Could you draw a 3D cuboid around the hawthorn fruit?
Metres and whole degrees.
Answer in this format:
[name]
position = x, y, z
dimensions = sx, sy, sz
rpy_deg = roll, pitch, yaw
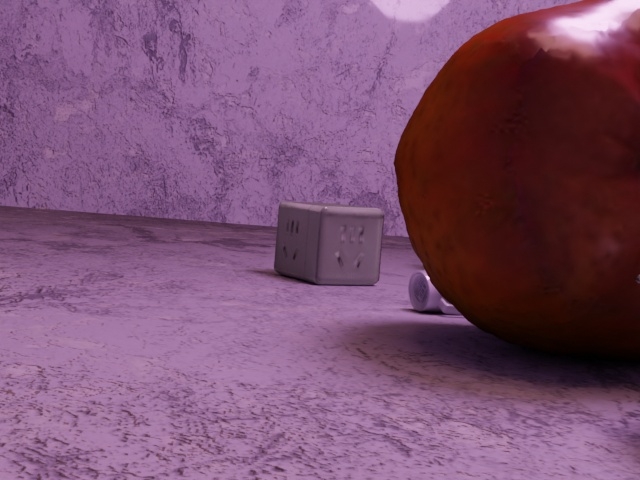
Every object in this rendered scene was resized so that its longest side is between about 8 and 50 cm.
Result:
[hawthorn fruit]
position = 0.302, -0.059, 1.200
dimensions = 0.472, 0.471, 0.472
rpy_deg = 4, 4, 0

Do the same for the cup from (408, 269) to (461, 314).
[cup]
position = 0.201, 0.081, 1.489
dimensions = 0.116, 0.074, 0.104
rpy_deg = -2, 35, -27

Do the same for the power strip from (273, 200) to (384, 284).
[power strip]
position = 0.000, 0.000, 1.842
dimensions = 0.139, 0.140, 0.224
rpy_deg = 1, 6, -30

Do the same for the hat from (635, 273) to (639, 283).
[hat]
position = 0.378, 0.103, 0.801
dimensions = 0.257, 0.130, 0.257
rpy_deg = 4, 4, 0
